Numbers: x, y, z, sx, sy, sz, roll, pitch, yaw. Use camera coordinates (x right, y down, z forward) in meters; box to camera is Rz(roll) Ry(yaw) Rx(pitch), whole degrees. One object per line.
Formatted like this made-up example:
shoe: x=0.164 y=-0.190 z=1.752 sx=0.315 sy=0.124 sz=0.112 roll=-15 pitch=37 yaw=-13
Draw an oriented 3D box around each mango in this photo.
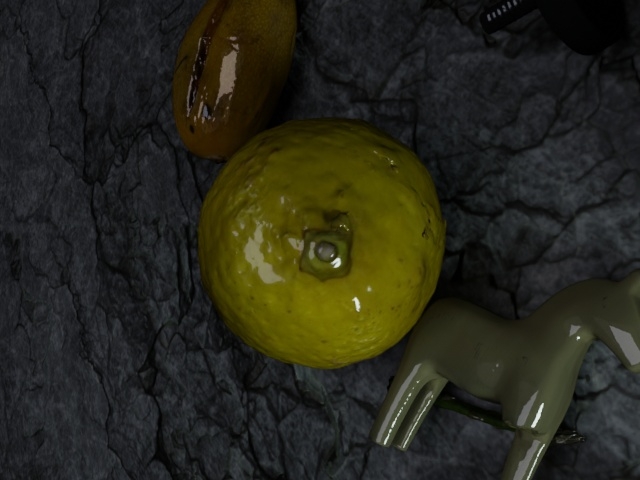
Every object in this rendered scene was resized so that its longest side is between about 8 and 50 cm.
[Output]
mango: x=-0.119 y=-0.251 z=1.017 sx=0.177 sy=0.120 sz=0.295 roll=18 pitch=98 yaw=44

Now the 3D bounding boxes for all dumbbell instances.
dumbbell: x=0.263 y=-0.250 z=0.594 sx=0.325 sy=0.143 sz=0.143 roll=-22 pitch=69 yaw=43

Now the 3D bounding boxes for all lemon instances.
lemon: x=0.000 y=0.000 z=0.742 sx=0.253 sy=0.310 sz=0.254 roll=0 pitch=89 yaw=3

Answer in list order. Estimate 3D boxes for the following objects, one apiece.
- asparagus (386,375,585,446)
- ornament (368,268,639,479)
asparagus: x=0.153 y=0.170 z=0.749 sx=0.233 sy=0.022 sz=0.023 roll=7 pitch=47 yaw=47
ornament: x=0.178 y=0.118 z=0.689 sx=0.230 sy=0.061 sz=0.245 roll=21 pitch=86 yaw=48
